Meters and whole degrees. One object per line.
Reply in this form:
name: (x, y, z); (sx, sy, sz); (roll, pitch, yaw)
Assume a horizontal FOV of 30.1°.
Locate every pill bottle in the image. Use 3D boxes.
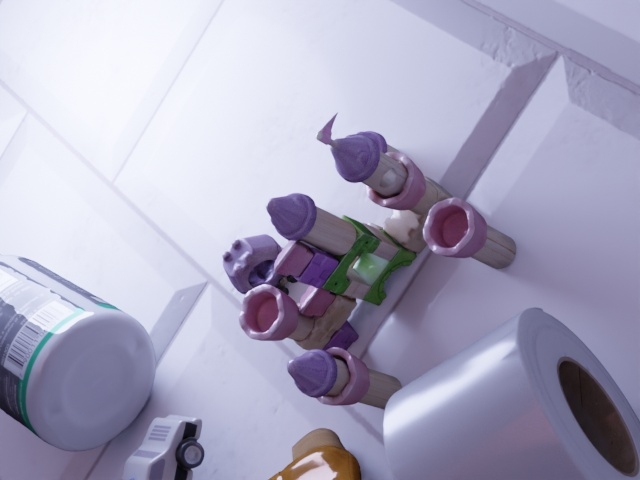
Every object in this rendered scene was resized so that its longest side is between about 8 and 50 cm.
pill bottle: (-0.418, 0.140, 1.699); (0.361, 0.204, 0.204); (23, 90, 41)

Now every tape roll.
tape roll: (0.201, 0.210, 1.158); (0.169, 0.246, 0.246); (-36, 56, 24)

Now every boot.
boot: (-0.064, 0.352, 1.350); (0.295, 0.104, 0.211); (-49, 12, 8)

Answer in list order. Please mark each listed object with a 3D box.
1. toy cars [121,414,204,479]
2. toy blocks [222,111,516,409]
toy cars: (-0.262, 0.387, 1.520); (0.393, 0.087, 0.176); (-59, 35, 22)
toy blocks: (0.000, 0.000, 1.378); (0.288, 0.260, 0.309); (-54, 51, 12)
